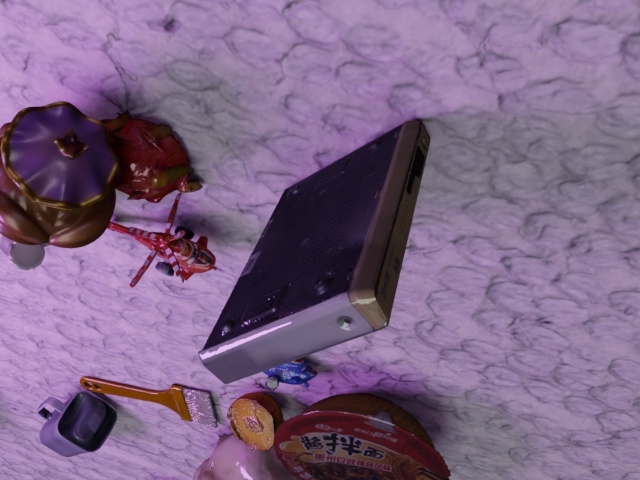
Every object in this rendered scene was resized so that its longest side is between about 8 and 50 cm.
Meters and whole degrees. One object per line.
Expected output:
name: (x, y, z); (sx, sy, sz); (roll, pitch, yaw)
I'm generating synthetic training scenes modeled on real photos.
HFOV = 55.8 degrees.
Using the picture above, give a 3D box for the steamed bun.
steamed bun: (-0.100, 0.491, 1.082); (0.274, 0.206, 0.320); (-8, 130, 21)

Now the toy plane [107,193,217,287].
toy plane: (-0.221, 0.008, 0.775); (0.194, 0.126, 0.077); (-3, 156, 19)

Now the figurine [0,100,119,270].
figurine: (-0.318, -0.061, 0.678); (0.142, 0.190, 0.263); (2, 176, -37)

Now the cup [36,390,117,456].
cup: (-0.473, 0.342, 1.141); (0.128, 0.095, 0.129); (40, 136, -20)

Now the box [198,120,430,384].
box: (0.000, 0.000, 0.577); (0.210, 0.270, 0.045); (-25, 118, 35)

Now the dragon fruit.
dragon fruit: (-0.216, -0.086, 0.711); (0.112, 0.068, 0.126); (-12, 125, 30)

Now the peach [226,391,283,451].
peach: (-0.103, 0.295, 1.002); (0.098, 0.061, 0.098); (7, 105, 29)

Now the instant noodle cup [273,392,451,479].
instant noodle cup: (0.069, 0.311, 0.943); (0.273, 0.091, 0.274); (9, 132, 10)

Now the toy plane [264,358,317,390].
toy plane: (-0.085, 0.184, 0.919); (0.167, 0.054, 0.062); (9, 107, 10)

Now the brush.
brush: (-0.318, 0.283, 1.100); (0.272, 0.013, 0.103); (7, 131, 13)
